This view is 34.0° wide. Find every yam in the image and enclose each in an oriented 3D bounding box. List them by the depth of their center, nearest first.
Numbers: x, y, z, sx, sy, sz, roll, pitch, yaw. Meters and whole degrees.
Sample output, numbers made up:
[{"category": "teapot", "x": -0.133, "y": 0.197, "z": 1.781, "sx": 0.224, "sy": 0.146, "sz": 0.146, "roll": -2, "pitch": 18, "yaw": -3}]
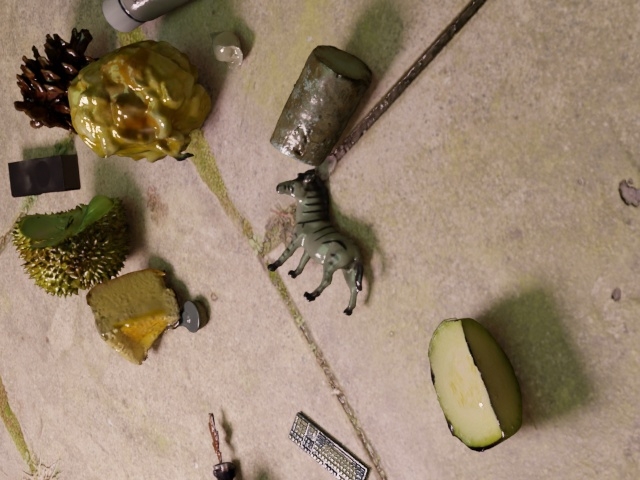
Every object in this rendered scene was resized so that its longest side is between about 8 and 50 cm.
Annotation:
[{"category": "yam", "x": -0.005, "y": -0.203, "z": 1.648, "sx": 0.107, "sy": 0.107, "sz": 0.194, "roll": 50, "pitch": 127, "yaw": 28}]

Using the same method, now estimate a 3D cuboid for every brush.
[{"category": "brush", "x": -0.305, "y": 0.162, "z": 2.055, "sx": 0.266, "sy": 0.027, "sz": 0.062, "roll": -16, "pitch": 84, "yaw": 48}]

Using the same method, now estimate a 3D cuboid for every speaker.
[{"category": "speaker", "x": -0.605, "y": -0.140, "z": 2.286, "sx": 0.218, "sy": 0.044, "sz": 0.082, "roll": -1, "pitch": 95, "yaw": 44}]

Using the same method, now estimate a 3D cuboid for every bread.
[{"category": "bread", "x": -0.342, "y": 0.145, "z": 2.038, "sx": 0.160, "sy": 0.169, "sz": 0.140, "roll": -28, "pitch": 59, "yaw": 1}]

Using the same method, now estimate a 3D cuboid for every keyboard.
[{"category": "keyboard", "x": 0.012, "y": 0.360, "z": 1.775, "sx": 0.176, "sy": 0.014, "sz": 0.055, "roll": 33, "pitch": 115, "yaw": 36}]

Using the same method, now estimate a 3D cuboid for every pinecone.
[{"category": "pinecone", "x": -0.514, "y": -0.320, "z": 2.081, "sx": 0.185, "sy": 0.169, "sz": 0.212, "roll": -113, "pitch": 32, "yaw": -78}]

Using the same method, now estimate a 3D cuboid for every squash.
[{"category": "squash", "x": 0.230, "y": 0.203, "z": 1.511, "sx": 0.184, "sy": 0.085, "sz": 0.191, "roll": 126, "pitch": 128, "yaw": -68}]

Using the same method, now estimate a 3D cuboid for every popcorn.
[{"category": "popcorn", "x": -0.322, "y": -0.237, "z": 1.869, "sx": 0.249, "sy": 0.249, "sz": 0.225, "roll": -16, "pitch": 92, "yaw": 44}]

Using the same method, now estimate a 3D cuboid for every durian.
[{"category": "durian", "x": -0.484, "y": 0.015, "z": 2.062, "sx": 0.200, "sy": 0.237, "sz": 0.176, "roll": -4, "pitch": 104, "yaw": 45}]

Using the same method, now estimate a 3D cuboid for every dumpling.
[{"category": "dumpling", "x": -0.161, "y": -0.335, "z": 1.832, "sx": 0.076, "sy": 0.057, "sz": 0.052, "roll": 4, "pitch": 60, "yaw": 21}]

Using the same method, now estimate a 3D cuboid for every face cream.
[{"category": "face cream", "x": -0.274, "y": -0.477, "z": 1.893, "sx": 0.314, "sy": 0.089, "sz": 0.143, "roll": -24, "pitch": 100, "yaw": 38}]

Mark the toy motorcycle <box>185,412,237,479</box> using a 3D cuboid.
[{"category": "toy motorcycle", "x": -0.195, "y": 0.522, "z": 1.905, "sx": 0.207, "sy": 0.134, "sz": 0.400, "roll": 86, "pitch": 166, "yaw": -79}]

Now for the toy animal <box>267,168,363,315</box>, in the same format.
[{"category": "toy animal", "x": 0.002, "y": 0.000, "z": 1.697, "sx": 0.217, "sy": 0.073, "sz": 0.176, "roll": 37, "pitch": 105, "yaw": 30}]
